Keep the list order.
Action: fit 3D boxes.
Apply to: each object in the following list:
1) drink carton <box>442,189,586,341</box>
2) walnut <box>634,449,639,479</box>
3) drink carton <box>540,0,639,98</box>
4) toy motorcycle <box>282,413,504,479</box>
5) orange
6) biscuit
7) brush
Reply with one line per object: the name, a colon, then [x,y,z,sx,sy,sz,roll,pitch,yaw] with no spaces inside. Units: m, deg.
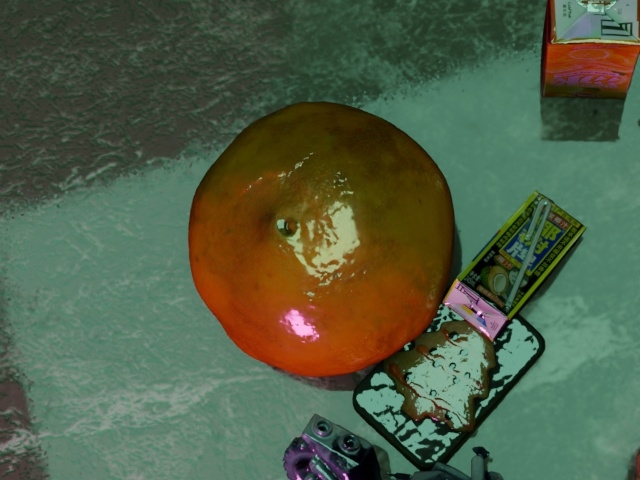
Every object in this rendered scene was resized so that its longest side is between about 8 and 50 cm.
drink carton: [0.204,0.023,1.805,0.071,0.056,0.165,38,55,7]
walnut: [0.403,0.258,1.733,0.184,0.155,0.155,14,83,12]
drink carton: [0.278,-0.204,1.785,0.096,0.223,0.071,2,80,6]
toy motorcycle: [0.092,0.260,1.750,0.270,0.159,0.106,31,46,5]
orange: [0.000,0.000,1.780,0.284,0.226,0.283,-3,80,20]
biscuit: [0.132,0.131,1.792,0.119,0.019,0.130,37,87,12]
brush: [0.136,0.139,1.830,0.123,0.059,0.197,42,87,10]
